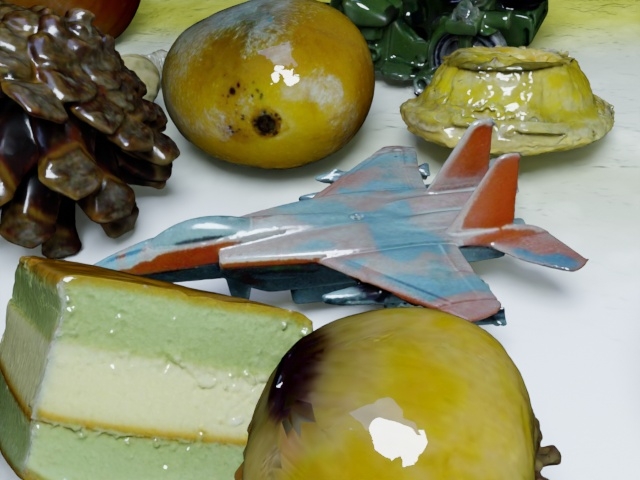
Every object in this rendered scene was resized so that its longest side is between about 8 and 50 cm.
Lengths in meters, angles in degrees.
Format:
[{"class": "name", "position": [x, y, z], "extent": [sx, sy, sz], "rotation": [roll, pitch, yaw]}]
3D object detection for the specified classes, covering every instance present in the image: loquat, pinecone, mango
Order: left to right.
[{"class": "pinecone", "position": [-0.233, -0.090, 0.625], "extent": [0.201, 0.228, 0.203], "rotation": [-40, 31, 41]}, {"class": "mango", "position": [-0.061, -0.166, 0.734], "extent": [0.192, 0.146, 0.316], "rotation": [-22, 32, -11]}, {"class": "loquat", "position": [0.036, 0.103, 0.357], "extent": [0.163, 0.137, 0.163], "rotation": [-5, 18, 2]}]

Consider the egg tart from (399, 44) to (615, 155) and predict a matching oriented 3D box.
[{"class": "egg tart", "position": [0.164, -0.129, 0.661], "extent": [0.191, 0.074, 0.191], "rotation": [0, 21, 0]}]

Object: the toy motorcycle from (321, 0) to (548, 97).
[{"class": "toy motorcycle", "position": [0.118, -0.252, 0.821], "extent": [0.275, 0.127, 0.205], "rotation": [13, 45, 23]}]

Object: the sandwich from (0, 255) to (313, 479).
[{"class": "sandwich", "position": [-0.119, 0.080, 0.470], "extent": [0.144, 0.117, 0.187], "rotation": [15, -5, -29]}]

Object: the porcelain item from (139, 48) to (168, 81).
[{"class": "porcelain item", "position": [-0.254, -0.172, 0.863], "extent": [0.213, 0.054, 0.084], "rotation": [-27, 40, -22]}]

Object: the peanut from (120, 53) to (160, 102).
[{"class": "peanut", "position": [-0.249, -0.132, 0.784], "extent": [0.187, 0.082, 0.082], "rotation": [-31, 41, -25]}]

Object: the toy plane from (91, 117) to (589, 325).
[{"class": "toy plane", "position": [0.002, 0.006, 0.526], "extent": [0.326, 0.104, 0.223], "rotation": [-15, 36, 0]}]

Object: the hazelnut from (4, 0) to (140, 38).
[{"class": "hazelnut", "position": [-0.357, -0.339, 1.007], "extent": [0.217, 0.217, 0.251], "rotation": [-20, 28, -13]}]
